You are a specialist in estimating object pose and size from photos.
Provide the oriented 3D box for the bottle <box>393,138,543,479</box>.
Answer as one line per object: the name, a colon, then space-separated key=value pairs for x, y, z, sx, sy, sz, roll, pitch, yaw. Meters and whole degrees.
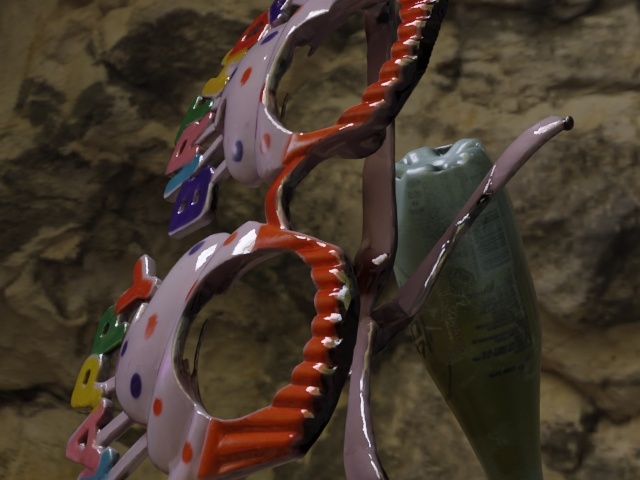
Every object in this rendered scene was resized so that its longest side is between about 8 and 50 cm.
bottle: x=0.103 y=0.072 z=0.773 sx=0.083 sy=0.083 sz=0.270 roll=-25 pitch=-73 yaw=-31

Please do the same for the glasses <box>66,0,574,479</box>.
glasses: x=-0.009 y=-0.003 z=0.452 sx=0.095 sy=0.162 sz=0.255 roll=38 pitch=-118 yaw=-37
